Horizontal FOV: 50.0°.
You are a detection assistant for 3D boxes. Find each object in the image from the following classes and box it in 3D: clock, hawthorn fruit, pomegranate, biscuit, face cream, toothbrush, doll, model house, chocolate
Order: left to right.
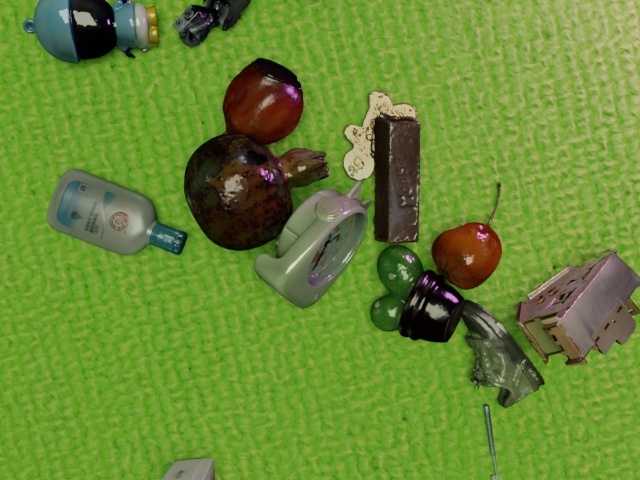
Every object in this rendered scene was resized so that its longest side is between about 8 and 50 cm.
[{"bbox_3d":[-0.555,-0.521,1.665,0.313,0.141,0.177,-3,122,-12],"label":"doll"},{"bbox_3d":[-0.497,-0.049,1.703,0.336,0.080,0.163,22,91,-1],"label":"face cream"},{"bbox_3d":[-0.153,-0.316,1.649,0.251,0.189,0.189,-40,91,4],"label":"hawthorn fruit"},{"bbox_3d":[-0.139,-0.129,1.600,0.340,0.285,0.285,-24,92,-3],"label":"pomegranate"},{"bbox_3d":[0.000,0.000,1.631,0.108,0.265,0.324,36,84,24],"label":"clock"},{"bbox_3d":[0.133,-0.259,1.728,0.153,0.030,0.234,26,91,0],"label":"biscuit"},{"bbox_3d":[0.188,-0.151,1.671,0.111,0.112,0.321,-1,99,-9],"label":"chocolate"},{"bbox_3d":[0.395,-0.012,1.705,0.165,0.165,0.285,40,68,-1],"label":"hawthorn fruit"},{"bbox_3d":[0.437,0.529,1.759,0.019,0.016,0.220,-7,93,8],"label":"toothbrush"},{"bbox_3d":[0.597,0.185,1.648,0.326,0.244,0.169,-39,95,-33],"label":"model house"}]

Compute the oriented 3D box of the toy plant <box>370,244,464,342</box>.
[{"bbox_3d":[0.226,0.140,1.679,0.235,0.175,0.218,23,100,23],"label":"toy plant"}]

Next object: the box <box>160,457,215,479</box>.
[{"bbox_3d":[-0.317,0.698,1.663,0.116,0.203,0.274,-5,92,1],"label":"box"}]

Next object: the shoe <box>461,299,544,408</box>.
[{"bbox_3d":[0.416,0.295,1.703,0.149,0.109,0.293,-43,96,-5],"label":"shoe"}]

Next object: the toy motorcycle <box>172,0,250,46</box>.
[{"bbox_3d":[-0.251,-0.592,1.657,0.270,0.159,0.106,-45,70,-1],"label":"toy motorcycle"}]
